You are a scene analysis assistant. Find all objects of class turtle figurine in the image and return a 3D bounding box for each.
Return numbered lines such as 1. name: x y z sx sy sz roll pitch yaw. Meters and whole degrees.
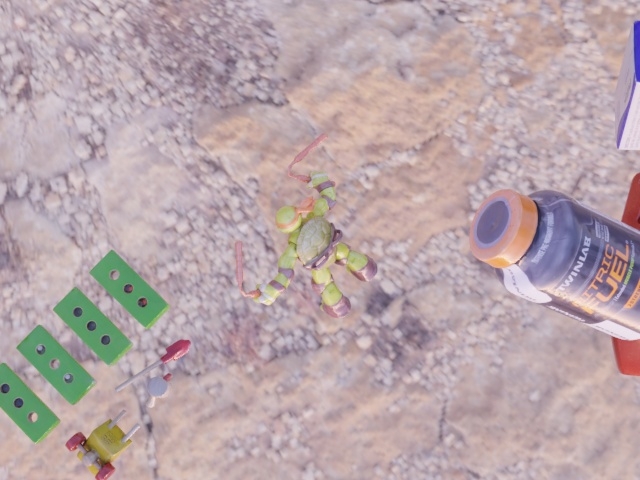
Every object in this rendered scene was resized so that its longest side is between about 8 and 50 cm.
1. turtle figurine: 0.000 0.000 1.665 0.217 0.087 0.269 47 60 -42

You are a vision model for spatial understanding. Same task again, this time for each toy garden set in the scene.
1. toy garden set: -0.281 0.171 1.519 0.204 0.049 0.244 43 86 10

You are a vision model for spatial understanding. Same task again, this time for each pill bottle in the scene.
1. pill bottle: 0.292 0.022 1.365 0.246 0.130 0.130 22 99 -27

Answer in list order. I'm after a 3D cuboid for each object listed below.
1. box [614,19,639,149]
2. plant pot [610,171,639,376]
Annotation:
1. box: 0.351 -0.142 1.089 0.137 0.126 0.072 1 65 6
2. plant pot: 0.564 0.037 1.732 0.235 0.267 0.267 53 49 -43
